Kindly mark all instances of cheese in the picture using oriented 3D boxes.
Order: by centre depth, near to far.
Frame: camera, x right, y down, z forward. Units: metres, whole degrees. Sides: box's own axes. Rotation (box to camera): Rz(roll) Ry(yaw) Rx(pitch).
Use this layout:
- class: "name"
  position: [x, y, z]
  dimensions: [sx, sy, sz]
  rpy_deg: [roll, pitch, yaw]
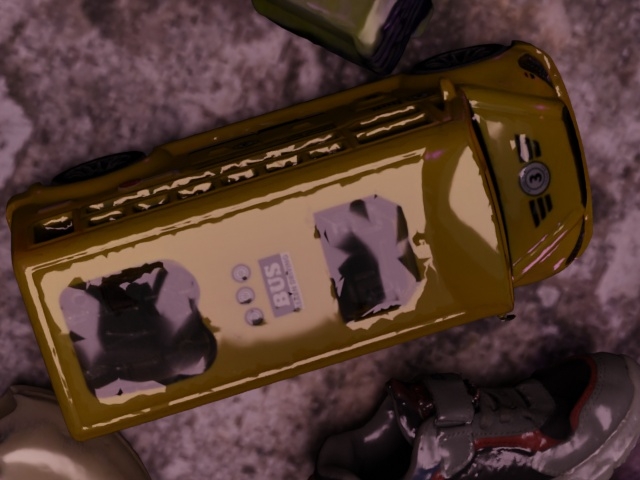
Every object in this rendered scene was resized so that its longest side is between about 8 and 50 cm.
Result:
- class: "cheese"
  position: [-0.139, 0.211, 0.925]
  dimensions: [0.163, 0.071, 0.249]
  rpy_deg: [-44, 107, 5]

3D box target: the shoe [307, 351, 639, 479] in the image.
- class: "shoe"
  position: [0.083, 0.114, 0.922]
  dimensions: [0.227, 0.099, 0.125]
  rpy_deg: [-33, 111, 5]

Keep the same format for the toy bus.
- class: "toy bus"
  position: [0.000, 0.000, 0.851]
  dimensions: [0.331, 0.151, 0.145]
  rpy_deg: [-17, 105, -4]

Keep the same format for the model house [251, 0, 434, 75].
- class: "model house"
  position: [0.006, -0.213, 0.822]
  dimensions: [0.211, 0.170, 0.194]
  rpy_deg: [24, 94, -43]
